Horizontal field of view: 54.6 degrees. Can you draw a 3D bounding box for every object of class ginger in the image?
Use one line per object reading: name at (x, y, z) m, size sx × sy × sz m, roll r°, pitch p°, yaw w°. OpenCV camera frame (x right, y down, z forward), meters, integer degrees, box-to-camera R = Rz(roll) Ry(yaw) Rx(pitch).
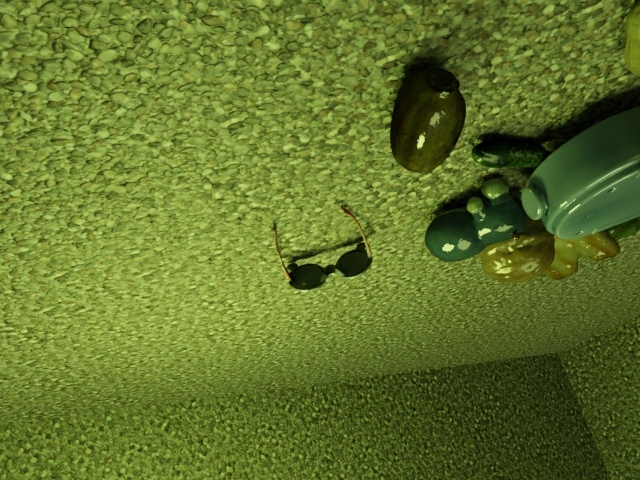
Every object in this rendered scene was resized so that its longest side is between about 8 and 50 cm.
ginger at (0.869, -0.031, 1.929) m, size 0.289 × 0.089 × 0.137 m, roll -9°, pitch 167°, yaw -20°

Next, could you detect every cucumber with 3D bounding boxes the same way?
cucumber at (0.423, -0.189, 1.354) m, size 0.227 × 0.069 × 0.069 m, roll -3°, pitch 153°, yaw -30°

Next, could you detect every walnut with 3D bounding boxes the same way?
walnut at (0.538, 0.018, 1.704) m, size 0.213 × 0.213 × 0.213 m, roll -13°, pitch 156°, yaw -6°

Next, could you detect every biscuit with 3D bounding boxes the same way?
biscuit at (0.717, 0.004, 1.842) m, size 0.290 × 0.062 × 0.236 m, roll 31°, pitch 134°, yaw -26°

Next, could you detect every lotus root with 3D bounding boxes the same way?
lotus root at (0.185, -0.207, 1.102) m, size 0.122 × 0.124 × 0.241 m, roll -23°, pitch 157°, yaw -8°

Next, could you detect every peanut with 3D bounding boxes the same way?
peanut at (0.569, -0.349, 1.061) m, size 0.090 × 0.099 × 0.214 m, roll 2°, pitch 162°, yaw 27°

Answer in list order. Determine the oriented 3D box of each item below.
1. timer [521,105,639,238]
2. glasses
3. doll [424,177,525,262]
timer at (0.640, -0.153, 1.414) m, size 0.394 × 0.173 × 0.395 m, roll -18°, pitch 158°, yaw -7°
glasses at (0.000, 0.000, 1.547) m, size 0.234 × 0.118 × 0.268 m, roll -15°, pitch 136°, yaw 3°
doll at (0.391, -0.040, 1.579) m, size 0.258 × 0.154 × 0.228 m, roll -22°, pitch 159°, yaw 30°
